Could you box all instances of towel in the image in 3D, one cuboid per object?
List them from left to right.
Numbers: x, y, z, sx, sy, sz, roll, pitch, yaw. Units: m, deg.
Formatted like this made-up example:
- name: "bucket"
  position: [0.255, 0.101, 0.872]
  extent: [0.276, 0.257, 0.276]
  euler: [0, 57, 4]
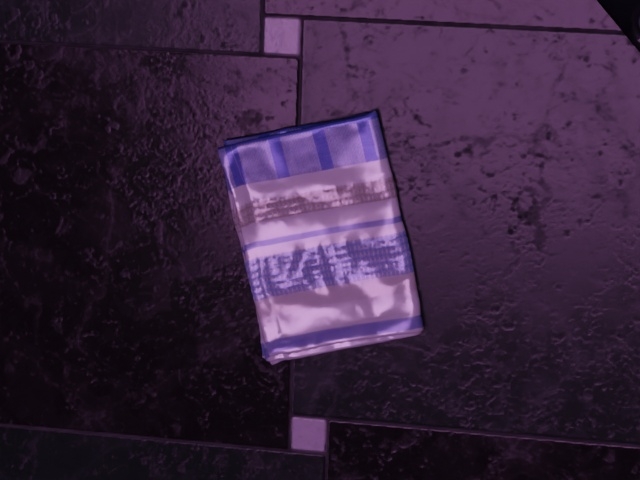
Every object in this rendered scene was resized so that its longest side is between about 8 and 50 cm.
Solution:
- name: "towel"
  position: [0.000, 0.000, 1.991]
  extent: [0.209, 0.034, 0.285]
  euler: [-10, 101, 11]

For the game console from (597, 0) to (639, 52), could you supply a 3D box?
- name: "game console"
  position: [0.505, -0.279, 1.748]
  extent: [0.386, 0.060, 0.342]
  euler: [-35, 94, 41]
